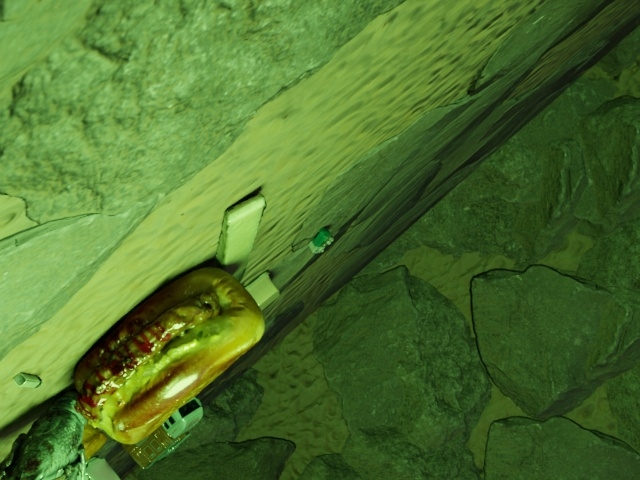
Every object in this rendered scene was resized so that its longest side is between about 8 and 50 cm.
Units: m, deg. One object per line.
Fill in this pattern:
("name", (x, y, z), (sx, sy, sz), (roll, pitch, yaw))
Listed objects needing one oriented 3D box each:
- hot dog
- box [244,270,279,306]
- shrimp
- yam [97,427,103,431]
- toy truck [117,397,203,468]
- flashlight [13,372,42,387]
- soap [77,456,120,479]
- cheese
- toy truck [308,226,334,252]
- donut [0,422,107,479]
("hot dog", (-0.305, 0.227, 1.470), (0.405, 0.185, 0.223), (-42, 172, 11))
("box", (-0.153, 0.136, 2.039), (0.089, 0.062, 0.122), (-38, 171, -9))
("shrimp", (-0.502, 0.426, 1.468), (0.137, 0.172, 0.372), (-53, -165, 35))
("yam", (-0.639, 0.521, 1.994), (0.327, 0.045, 0.045), (-35, 145, -20))
("toy truck", (-0.501, 0.592, 2.502), (0.305, 0.162, 0.136), (-46, 169, 31))
("flashlight", (-0.486, 0.234, 1.308), (0.018, 0.018, 0.083), (-40, 171, -9))
("soap", (-0.696, 0.741, 1.999), (0.446, 0.156, 0.261), (-43, 167, 20))
("cheese", (-0.163, 0.010, 1.501), (0.085, 0.034, 0.400), (-32, 168, -19))
("toy truck", (0.000, 0.000, 2.082), (0.044, 0.039, 0.083), (-10, 152, -39))
("donut", (-0.610, 0.502, 1.787), (0.253, 0.118, 0.253), (-42, 172, -7))
